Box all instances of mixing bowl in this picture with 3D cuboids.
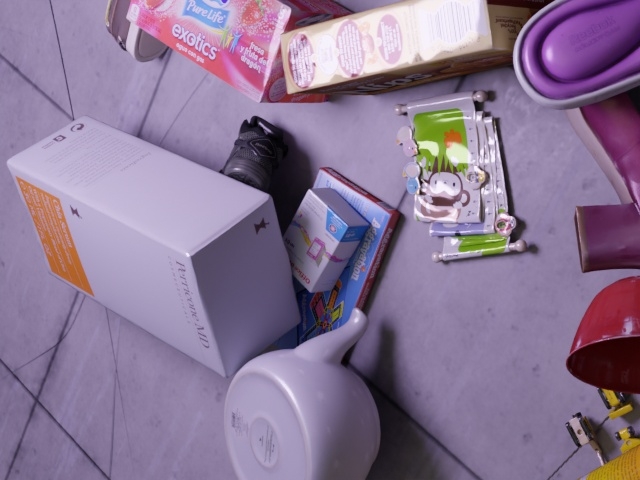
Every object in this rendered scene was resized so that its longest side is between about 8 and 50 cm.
[{"bbox_3d":[0.378,0.103,1.468,0.181,0.181,0.098,-17,54,39],"label":"mixing bowl"}]

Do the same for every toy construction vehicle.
[{"bbox_3d":[0.357,0.231,1.571,0.086,0.035,0.098,-35,76,25],"label":"toy construction vehicle"}]

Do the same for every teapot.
[{"bbox_3d":[-0.003,0.267,1.765,0.256,0.187,0.253,-47,60,47],"label":"teapot"}]

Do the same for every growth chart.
[{"bbox_3d":[0.179,-0.085,1.685,0.172,0.021,0.237,-16,84,40],"label":"growth chart"}]

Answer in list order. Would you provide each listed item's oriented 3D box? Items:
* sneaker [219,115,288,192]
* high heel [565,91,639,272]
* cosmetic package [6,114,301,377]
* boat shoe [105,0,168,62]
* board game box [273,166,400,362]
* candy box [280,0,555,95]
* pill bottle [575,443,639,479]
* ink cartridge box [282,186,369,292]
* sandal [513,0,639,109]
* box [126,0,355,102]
[{"bbox_3d":[-0.111,-0.099,1.883,0.087,0.130,0.227,31,152,-5],"label":"sneaker"},{"bbox_3d":[0.381,-0.146,1.489,0.181,0.127,0.377,-5,86,8],"label":"high heel"},{"bbox_3d":[-0.252,-0.002,1.876,0.453,0.161,0.230,23,138,41],"label":"cosmetic package"},{"bbox_3d":[-0.249,-0.436,1.935,0.096,0.116,0.324,39,123,26],"label":"boat shoe"},{"bbox_3d":[0.010,0.051,1.832,0.145,0.027,0.281,35,115,33],"label":"board game box"},{"bbox_3d":[0.127,-0.250,1.603,0.316,0.183,0.088,-6,90,39],"label":"candy box"},{"bbox_3d":[0.390,0.302,1.492,0.208,0.117,0.118,-39,71,34],"label":"pill bottle"},{"bbox_3d":[0.000,0.000,1.783,0.088,0.052,0.122,44,121,28],"label":"ink cartridge box"},{"bbox_3d":[0.399,-0.272,1.361,0.416,0.102,0.169,-35,81,14],"label":"sandal"},{"bbox_3d":[-0.116,-0.321,1.814,0.300,0.154,0.142,35,115,32],"label":"box"}]
